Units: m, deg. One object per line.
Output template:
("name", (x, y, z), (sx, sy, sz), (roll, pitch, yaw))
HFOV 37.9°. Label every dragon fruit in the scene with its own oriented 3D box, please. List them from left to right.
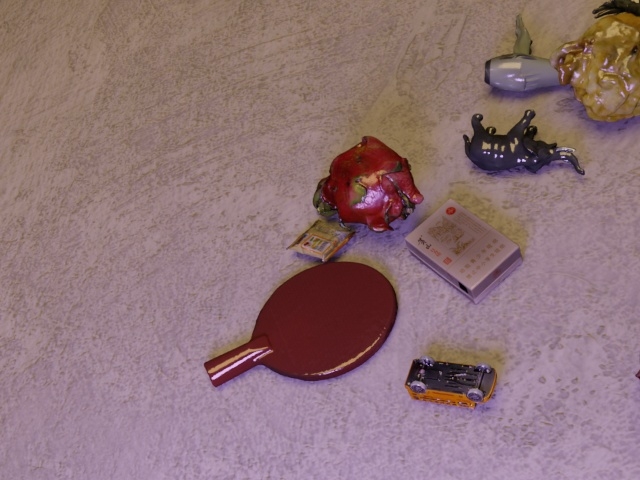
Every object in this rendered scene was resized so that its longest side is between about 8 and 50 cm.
("dragon fruit", (0.095, -0.092, 1.970), (0.198, 0.269, 0.200), (-23, 74, -39))

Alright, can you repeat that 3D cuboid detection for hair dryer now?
("hair dryer", (0.516, -0.425, 2.125), (0.229, 0.092, 0.267), (17, 52, 22))

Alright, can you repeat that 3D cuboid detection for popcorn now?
("popcorn", (0.616, -0.372, 1.939), (0.266, 0.192, 0.233), (-2, 71, -2))

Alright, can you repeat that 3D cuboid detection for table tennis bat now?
("table tennis bat", (-0.041, 0.182, 1.884), (0.414, 0.051, 0.268), (-26, 49, -2))

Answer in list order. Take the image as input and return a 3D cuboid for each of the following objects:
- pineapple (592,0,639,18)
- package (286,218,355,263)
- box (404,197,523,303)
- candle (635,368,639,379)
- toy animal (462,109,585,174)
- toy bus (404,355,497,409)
("pineapple", (0.770, -0.490, 2.028), (0.340, 0.169, 0.169), (12, 59, 35))
("package", (0.002, 0.001, 2.004), (0.120, 0.031, 0.108), (20, 49, 38))
("box", (0.286, 0.019, 1.874), (0.141, 0.058, 0.201), (-42, 52, -12))
("candle", (0.606, 0.184, 1.632), (0.048, 0.053, 0.162), (23, 63, 27))
("toy animal", (0.432, -0.204, 1.977), (0.269, 0.082, 0.137), (7, 60, 21))
("toy bus", (0.241, 0.263, 1.695), (0.162, 0.074, 0.069), (4, 49, 26))
